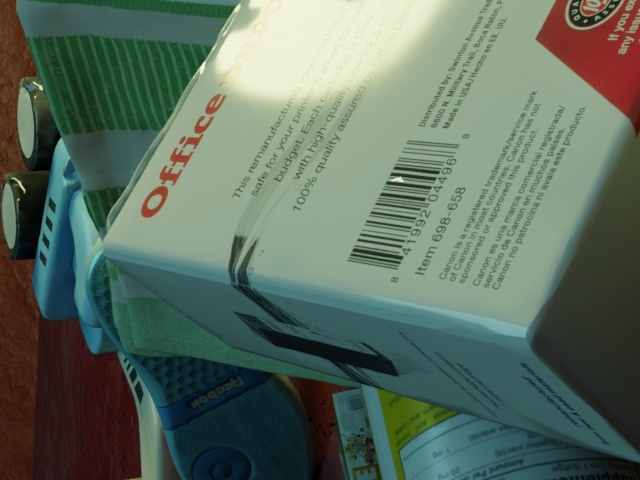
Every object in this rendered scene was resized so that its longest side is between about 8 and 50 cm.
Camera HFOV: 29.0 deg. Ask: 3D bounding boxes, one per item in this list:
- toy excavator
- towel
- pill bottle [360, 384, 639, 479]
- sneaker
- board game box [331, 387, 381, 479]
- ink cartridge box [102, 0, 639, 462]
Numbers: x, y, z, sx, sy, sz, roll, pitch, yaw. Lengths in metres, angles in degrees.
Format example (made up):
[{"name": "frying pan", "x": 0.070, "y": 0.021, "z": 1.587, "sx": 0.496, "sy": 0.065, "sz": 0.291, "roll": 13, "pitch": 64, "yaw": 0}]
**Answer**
[{"name": "toy excavator", "x": -0.211, "y": 0.084, "z": 1.401, "sx": 0.445, "sy": 0.222, "sz": 0.432, "roll": 63, "pitch": 146, "yaw": 39}, {"name": "towel", "x": -0.066, "y": -0.034, "z": 0.840, "sx": 0.038, "sy": 0.248, "sz": 0.324, "roll": -59, "pitch": -32, "yaw": -47}, {"name": "pill bottle", "x": 0.102, "y": 0.129, "z": 0.621, "sx": 0.136, "sy": 0.136, "sz": 0.245, "roll": 117, "pitch": 149, "yaw": -47}, {"name": "sneaker", "x": -0.101, "y": 0.087, "z": 1.109, "sx": 0.208, "sy": 0.127, "sz": 0.319, "roll": -108, "pitch": -4, "yaw": -65}, {"name": "board game box", "x": 0.038, "y": 0.198, "z": 0.885, "sx": 0.103, "sy": 0.026, "sz": 0.154, "roll": 83, "pitch": 176, "yaw": -53}, {"name": "ink cartridge box", "x": 0.053, "y": -0.034, "z": 0.578, "sx": 0.273, "sy": 0.114, "sz": 0.197, "roll": 10, "pitch": 65, "yaw": 46}]
